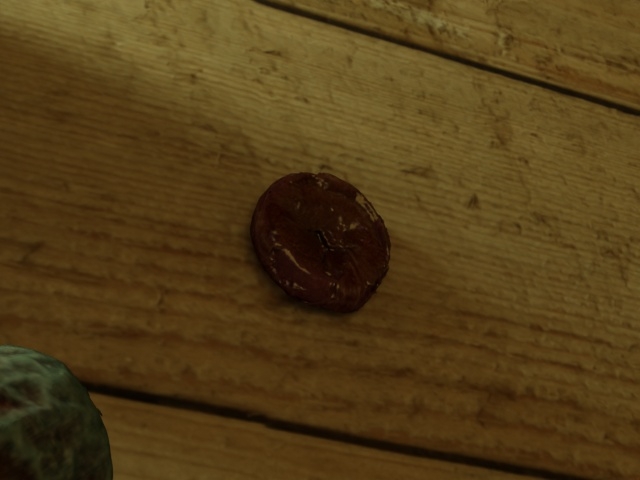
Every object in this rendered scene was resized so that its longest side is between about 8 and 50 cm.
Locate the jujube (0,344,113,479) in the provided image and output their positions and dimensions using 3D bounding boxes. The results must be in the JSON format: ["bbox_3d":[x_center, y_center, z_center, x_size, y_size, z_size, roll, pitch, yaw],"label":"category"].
[{"bbox_3d":[-0.324,0.229,1.240,0.308,0.215,0.247,-26,105,-53],"label":"jujube"}]

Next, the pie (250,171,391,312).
[{"bbox_3d":[0.000,0.000,1.712,0.182,0.049,0.182,17,54,-24],"label":"pie"}]
